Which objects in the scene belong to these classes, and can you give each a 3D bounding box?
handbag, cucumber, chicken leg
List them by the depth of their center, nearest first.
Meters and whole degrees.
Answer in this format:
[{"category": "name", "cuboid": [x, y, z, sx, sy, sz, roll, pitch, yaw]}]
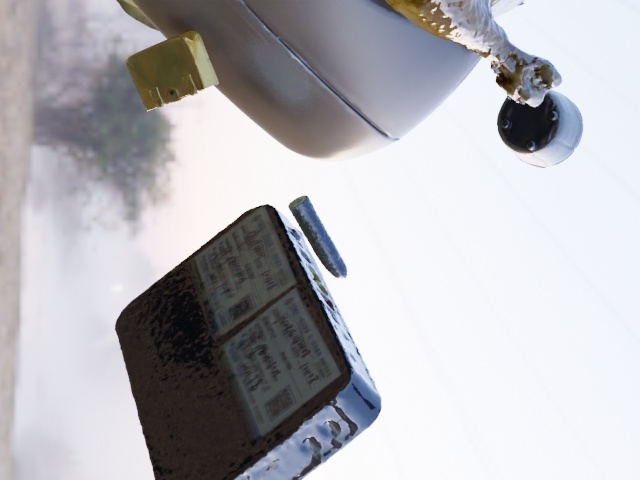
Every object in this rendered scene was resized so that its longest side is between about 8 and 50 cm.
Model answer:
[{"category": "chicken leg", "cuboid": [0.141, -0.207, 1.505, 0.087, 0.251, 0.107, -45, -145, 7]}, {"category": "handbag", "cuboid": [-0.146, -0.165, 1.559, 0.027, 0.083, 0.061, -32, 101, -54]}, {"category": "cucumber", "cuboid": [0.000, 0.000, 2.148, 0.133, 0.032, 0.032, 59, 5, -23]}]

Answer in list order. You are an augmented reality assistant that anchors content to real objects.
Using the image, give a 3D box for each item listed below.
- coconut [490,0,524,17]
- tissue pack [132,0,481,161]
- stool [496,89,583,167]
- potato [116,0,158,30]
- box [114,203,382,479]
[{"category": "coconut", "cuboid": [0.188, -0.352, 1.910, 0.162, 0.161, 0.161, 59, -13, 8]}, {"category": "tissue pack", "cuboid": [-0.035, -0.270, 1.647, 0.277, 0.387, 0.267, -39, -155, 21]}, {"category": "stool", "cuboid": [0.261, -0.139, 1.917, 0.110, 0.096, 0.096, 12, 76, -69]}, {"category": "potato", "cuboid": [-0.144, -0.392, 2.034, 0.285, 0.242, 0.242, -4, -96, 46]}, {"category": "box", "cuboid": [-0.076, 0.112, 1.476, 0.058, 0.211, 0.350, 49, 8, -31]}]
